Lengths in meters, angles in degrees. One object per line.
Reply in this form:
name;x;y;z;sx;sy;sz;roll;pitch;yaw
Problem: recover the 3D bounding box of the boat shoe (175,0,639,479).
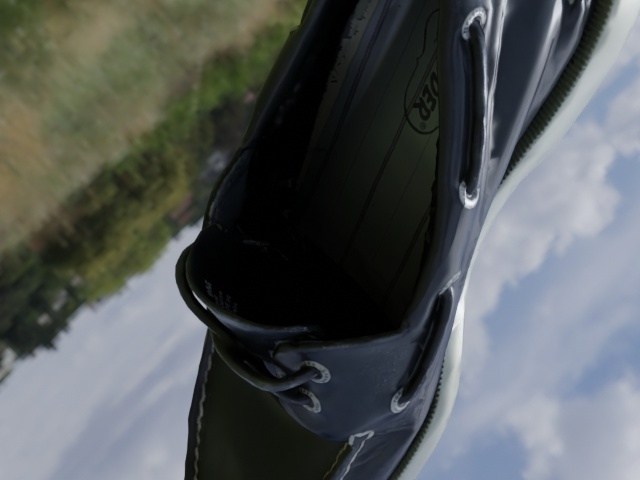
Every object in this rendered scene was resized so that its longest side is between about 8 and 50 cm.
boat shoe;0.003;0.002;0.616;0.113;0.127;0.340;-6;136;-47
